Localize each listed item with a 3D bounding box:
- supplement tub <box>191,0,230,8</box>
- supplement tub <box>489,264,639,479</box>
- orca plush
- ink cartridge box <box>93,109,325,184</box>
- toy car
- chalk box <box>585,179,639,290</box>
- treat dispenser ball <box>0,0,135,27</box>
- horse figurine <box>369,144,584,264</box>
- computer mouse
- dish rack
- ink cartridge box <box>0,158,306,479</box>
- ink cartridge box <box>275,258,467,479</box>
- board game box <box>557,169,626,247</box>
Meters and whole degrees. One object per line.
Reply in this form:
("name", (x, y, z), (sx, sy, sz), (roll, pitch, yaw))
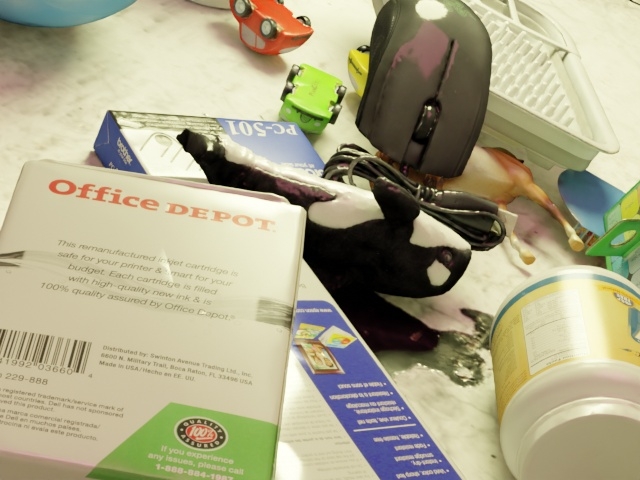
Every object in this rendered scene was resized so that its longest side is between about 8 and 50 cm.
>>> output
("supplement tub", (-0.091, -0.409, 1.897), (0.191, 0.272, 0.191), (19, 31, -12))
("supplement tub", (0.216, 0.128, 1.437), (0.144, 0.144, 0.199), (20, 31, -12))
("orca plush", (0.000, 0.000, 1.509), (0.287, 0.151, 0.102), (31, 63, -35))
("ink cartridge box", (-0.093, -0.068, 1.599), (0.207, 0.046, 0.097), (1, 40, -37))
("toy car", (-0.006, -0.165, 1.808), (0.239, 0.053, 0.225), (24, 31, -3))
("chalk box", (0.363, 0.009, 1.713), (0.213, 0.132, 0.132), (14, 55, -22))
("treat dispenser ball", (-0.259, -0.345, 1.657), (0.288, 0.288, 0.288), (19, 31, -12))
("horse figurine", (0.144, -0.053, 1.741), (0.263, 0.066, 0.174), (7, 40, -33))
("computer mouse", (0.109, -0.134, 1.639), (0.189, 0.072, 0.272), (18, 58, -17))
("dish rack", (0.167, -0.201, 1.893), (0.286, 0.072, 0.333), (26, 26, -21))
("ink cartridge box", (-0.129, 0.089, 1.183), (0.211, 0.121, 0.289), (10, 40, -2))
("ink cartridge box", (-0.010, 0.142, 1.323), (0.176, 0.069, 0.371), (0, 37, -38))
("board game box", (0.310, -0.009, 1.835), (0.169, 0.033, 0.133), (29, 29, -11))
